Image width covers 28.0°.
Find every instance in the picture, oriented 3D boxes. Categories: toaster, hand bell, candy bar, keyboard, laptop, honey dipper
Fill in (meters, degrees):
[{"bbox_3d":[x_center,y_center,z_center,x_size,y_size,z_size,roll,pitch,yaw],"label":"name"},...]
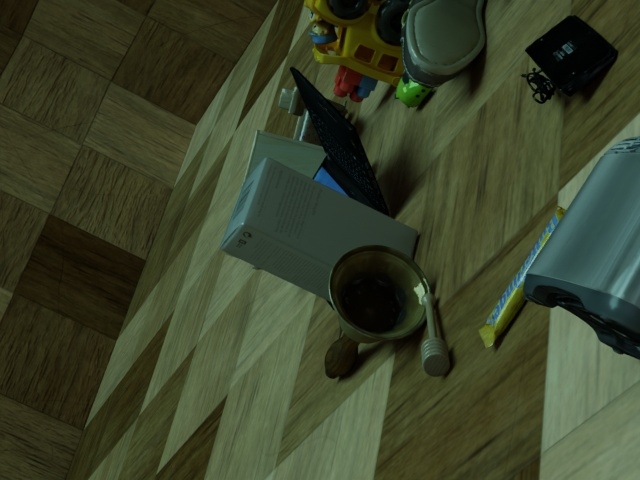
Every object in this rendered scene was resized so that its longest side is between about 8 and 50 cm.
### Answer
[{"bbox_3d":[0.252,0.010,0.932,0.146,0.129,0.227,-62,12,-3],"label":"toaster"},{"bbox_3d":[0.045,0.118,1.616,0.242,0.126,0.126,114,175,-58],"label":"hand bell"},{"bbox_3d":[0.206,0.036,1.286,0.161,0.018,0.040,-60,14,16],"label":"candy bar"},{"bbox_3d":[0.278,-0.196,1.455,0.100,0.038,0.192,-36,19,11],"label":"keyboard"},{"bbox_3d":[-0.009,-0.080,1.891,0.136,0.264,0.234,-30,37,-7],"label":"laptop"},{"bbox_3d":[0.125,0.099,1.444,0.030,0.030,0.161,-57,13,23],"label":"honey dipper"}]

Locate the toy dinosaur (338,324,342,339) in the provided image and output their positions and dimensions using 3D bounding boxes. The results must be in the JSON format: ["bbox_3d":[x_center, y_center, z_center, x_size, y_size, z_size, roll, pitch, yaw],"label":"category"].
[{"bbox_3d":[0.008,0.022,1.812,0.064,0.112,0.211,-22,52,1],"label":"toy dinosaur"}]

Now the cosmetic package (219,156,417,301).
[{"bbox_3d":[0.000,0.000,1.659,0.085,0.231,0.117,-44,23,53],"label":"cosmetic package"}]

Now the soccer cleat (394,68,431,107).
[{"bbox_3d":[0.159,-0.283,1.994,0.072,0.060,0.179,-34,37,45],"label":"soccer cleat"}]

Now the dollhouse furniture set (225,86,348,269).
[{"bbox_3d":[0.008,-0.090,2.216,0.355,0.174,0.303,3,-77,-73],"label":"dollhouse furniture set"}]

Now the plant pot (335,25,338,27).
[{"bbox_3d":[0.113,-0.490,2.331,0.166,0.165,0.234,-87,19,-59],"label":"plant pot"}]

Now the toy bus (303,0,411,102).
[{"bbox_3d":[0.055,-0.339,2.148,0.149,0.220,0.211,-105,37,-63],"label":"toy bus"}]

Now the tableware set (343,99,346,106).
[{"bbox_3d":[0.001,-0.198,2.473,0.154,0.024,0.104,-53,17,34],"label":"tableware set"}]

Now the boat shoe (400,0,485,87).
[{"bbox_3d":[0.169,-0.303,1.864,0.097,0.116,0.324,-58,10,37],"label":"boat shoe"}]
